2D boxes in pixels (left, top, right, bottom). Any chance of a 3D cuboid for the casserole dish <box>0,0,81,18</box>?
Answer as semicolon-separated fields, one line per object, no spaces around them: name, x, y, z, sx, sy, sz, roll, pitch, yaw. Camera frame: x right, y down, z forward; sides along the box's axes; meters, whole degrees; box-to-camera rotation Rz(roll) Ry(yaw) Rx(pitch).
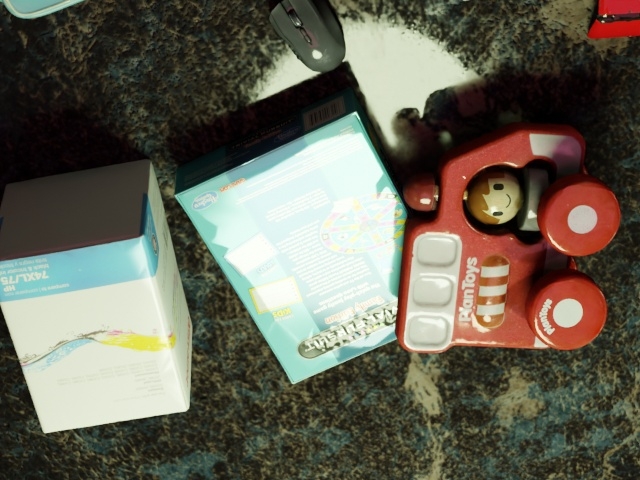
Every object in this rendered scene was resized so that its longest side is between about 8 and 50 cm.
casserole dish;-0.312;-0.325;1.737;0.188;0.037;0.114;-19;120;9

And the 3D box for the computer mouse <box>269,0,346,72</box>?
computer mouse;-0.049;-0.295;1.767;0.071;0.041;0.242;-33;117;17

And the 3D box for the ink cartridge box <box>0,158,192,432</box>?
ink cartridge box;-0.285;0.072;1.888;0.197;0.198;0.270;-10;121;2

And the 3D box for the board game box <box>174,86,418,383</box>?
board game box;0.000;0.000;1.929;0.253;0.079;0.336;-24;120;10

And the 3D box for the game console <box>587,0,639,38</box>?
game console;0.398;-0.299;1.776;0.144;0.085;0.124;-5;111;-1

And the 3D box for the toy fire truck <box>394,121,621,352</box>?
toy fire truck;0.226;0.001;1.863;0.253;0.169;0.302;1;109;-8
